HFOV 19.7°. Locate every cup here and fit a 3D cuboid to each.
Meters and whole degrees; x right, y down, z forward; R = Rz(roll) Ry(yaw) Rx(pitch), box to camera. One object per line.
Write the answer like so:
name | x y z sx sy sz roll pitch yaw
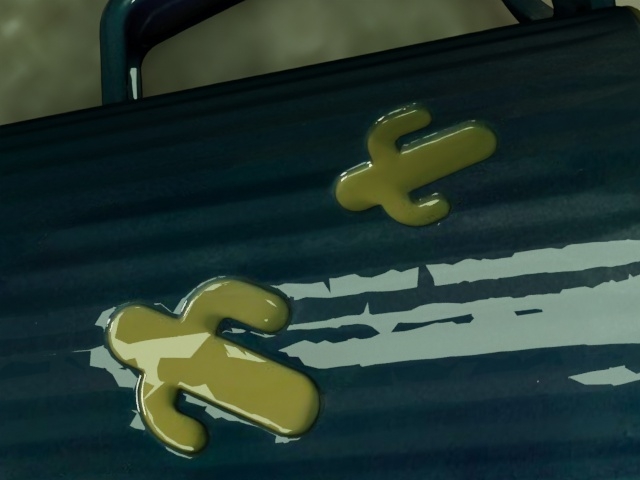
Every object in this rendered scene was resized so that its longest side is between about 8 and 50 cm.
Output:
cup | 0.000 0.000 0.430 0.155 0.131 0.176 -8 72 -1
